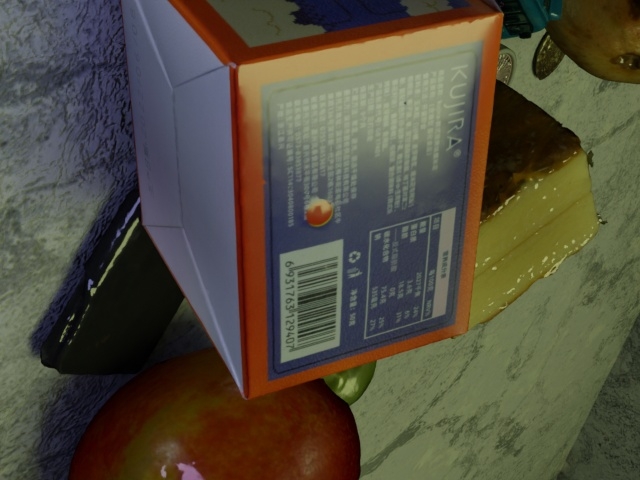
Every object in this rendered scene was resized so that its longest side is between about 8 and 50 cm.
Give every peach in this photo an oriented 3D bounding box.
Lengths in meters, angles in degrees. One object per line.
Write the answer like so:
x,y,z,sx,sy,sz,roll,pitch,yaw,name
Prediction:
-0.124,0.308,1.429,0.388,0.388,0.388,-38,148,-28,peach

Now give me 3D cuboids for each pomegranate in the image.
0.454,-0.403,1.607,0.342,0.342,0.342,-38,148,-28,pomegranate

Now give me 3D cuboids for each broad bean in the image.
0.002,0.209,1.711,0.238,0.119,0.291,-56,179,-18,broad bean

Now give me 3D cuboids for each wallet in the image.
-0.188,0.005,1.318,0.377,0.051,0.197,-60,154,9,wallet

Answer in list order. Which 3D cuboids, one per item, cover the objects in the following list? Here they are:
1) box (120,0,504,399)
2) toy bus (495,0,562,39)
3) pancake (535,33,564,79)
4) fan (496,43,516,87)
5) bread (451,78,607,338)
-0.017,-0.101,1.064,0.257,0.318,0.348,-14,127,-19,box
0.218,-0.346,1.423,0.246,0.134,0.113,31,65,-62,toy bus
0.394,-0.323,1.892,0.115,0.011,0.115,-38,148,-28,pancake
0.229,-0.196,1.713,0.130,0.074,0.244,-34,147,-34,fan
0.185,-0.061,1.514,0.279,0.279,0.207,-39,138,-9,bread
